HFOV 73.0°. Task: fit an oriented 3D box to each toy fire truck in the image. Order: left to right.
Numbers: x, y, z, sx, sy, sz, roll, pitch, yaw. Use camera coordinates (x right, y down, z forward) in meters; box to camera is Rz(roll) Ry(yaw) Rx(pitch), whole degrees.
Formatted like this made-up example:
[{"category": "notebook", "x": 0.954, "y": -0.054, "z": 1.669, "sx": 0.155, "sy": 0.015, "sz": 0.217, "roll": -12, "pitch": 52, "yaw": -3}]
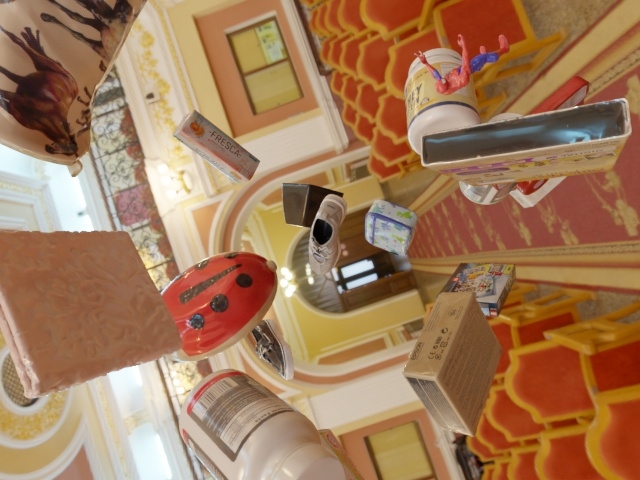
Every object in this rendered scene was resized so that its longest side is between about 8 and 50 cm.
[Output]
[{"category": "toy fire truck", "x": 0.582, "y": -0.276, "z": 1.182, "sx": 0.169, "sy": 0.302, "sz": 0.254, "roll": 57, "pitch": -165, "yaw": 29}]

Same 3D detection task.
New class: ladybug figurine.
[{"category": "ladybug figurine", "x": -0.337, "y": 0.180, "z": 1.322, "sx": 0.305, "sy": 0.449, "sz": 0.162, "roll": 53, "pitch": 176, "yaw": 34}]

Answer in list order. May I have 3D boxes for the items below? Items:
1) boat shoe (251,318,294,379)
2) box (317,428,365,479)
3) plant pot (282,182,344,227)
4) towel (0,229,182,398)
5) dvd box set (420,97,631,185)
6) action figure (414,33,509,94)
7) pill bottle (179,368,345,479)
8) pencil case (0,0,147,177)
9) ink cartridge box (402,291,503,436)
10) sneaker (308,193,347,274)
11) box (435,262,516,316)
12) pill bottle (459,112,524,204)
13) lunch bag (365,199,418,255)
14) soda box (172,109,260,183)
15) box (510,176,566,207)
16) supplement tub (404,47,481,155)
[{"category": "boat shoe", "x": -0.178, "y": 0.381, "z": 1.527, "sx": 0.301, "sy": 0.102, "sz": 0.108, "roll": -130, "pitch": 41, "yaw": -53}, {"category": "box", "x": 0.018, "y": 0.535, "z": 0.951, "sx": 0.203, "sy": 0.114, "sz": 0.103, "roll": 46, "pitch": -172, "yaw": 34}, {"category": "plant pot", "x": -0.044, "y": -0.133, "z": 1.754, "sx": 0.187, "sy": 0.188, "sz": 0.167, "roll": 12, "pitch": 93, "yaw": 50}, {"category": "towel", "x": -0.459, "y": 0.118, "z": 0.854, "sx": 0.317, "sy": 0.053, "sz": 0.332, "roll": 57, "pitch": -159, "yaw": 13}, {"category": "dvd box set", "x": 0.413, "y": -0.170, "z": 0.861, "sx": 0.420, "sy": 0.308, "sz": 0.062, "roll": -2, "pitch": -91, "yaw": -58}, {"category": "action figure", "x": 0.344, "y": -0.453, "z": 1.058, "sx": 0.139, "sy": 0.280, "sz": 0.091, "roll": 54, "pitch": 150, "yaw": -13}, {"category": "pill bottle", "x": -0.111, "y": 0.370, "z": 0.781, "sx": 0.319, "sy": 0.176, "sz": 0.176, "roll": 13, "pitch": 134, "yaw": 48}, {"category": "pencil case", "x": -0.298, "y": -0.293, "z": 0.528, "sx": 0.184, "sy": 0.410, "sz": 0.160, "roll": 24, "pitch": -177, "yaw": -36}, {"category": "ink cartridge box", "x": 0.293, "y": 0.259, "z": 0.935, "sx": 0.234, "sy": 0.088, "sz": 0.193, "roll": -51, "pitch": -61, "yaw": -37}, {"category": "sneaker", "x": 0.000, "y": 0.000, "z": 1.288, "sx": 0.115, "sy": 0.105, "sz": 0.281, "roll": -50, "pitch": -26, "yaw": -47}, {"category": "box", "x": 0.439, "y": 0.131, "z": 1.211, "sx": 0.233, "sy": 0.159, "sz": 0.044, "roll": -35, "pitch": -63, "yaw": -49}, {"category": "pill bottle", "x": 0.623, "y": -0.280, "z": 1.533, "sx": 0.361, "sy": 0.204, "sz": 0.204, "roll": 67, "pitch": -176, "yaw": -73}, {"category": "lunch bag", "x": 0.241, "y": -0.042, "z": 1.520, "sx": 0.090, "sy": 0.176, "sz": 0.219, "roll": -60, "pitch": -16, "yaw": -23}, {"category": "soda box", "x": -0.225, "y": -0.201, "z": 0.951, "sx": 0.183, "sy": 0.058, "sz": 0.063, "roll": 37, "pitch": 159, "yaw": -32}, {"category": "box", "x": 0.822, "y": -0.215, "z": 1.641, "sx": 0.091, "sy": 0.170, "sz": 0.130, "roll": 47, "pitch": -171, "yaw": 8}, {"category": "supplement tub", "x": 0.399, "y": -0.456, "z": 1.443, "sx": 0.228, "sy": 0.228, "sz": 0.316, "roll": 64, "pitch": -156, "yaw": -57}]
